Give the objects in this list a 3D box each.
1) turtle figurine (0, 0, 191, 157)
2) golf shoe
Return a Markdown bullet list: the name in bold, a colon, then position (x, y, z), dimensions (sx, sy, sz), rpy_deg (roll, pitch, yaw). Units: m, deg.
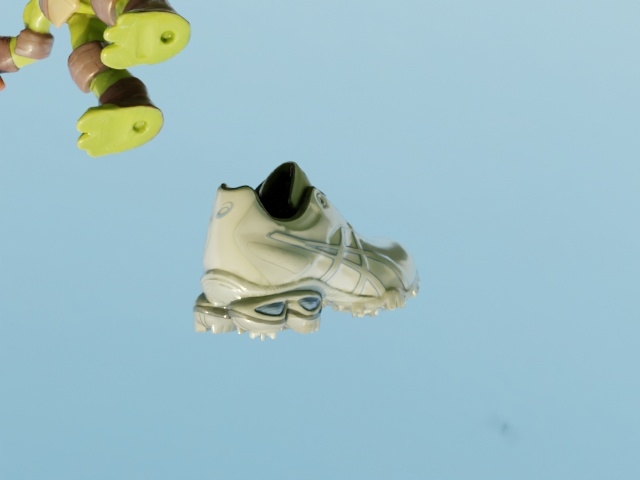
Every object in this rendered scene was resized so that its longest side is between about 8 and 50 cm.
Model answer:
- **turtle figurine**: position (-0.163, -0.154, 1.240), dimensions (0.087, 0.269, 0.217), rpy_deg (10, -145, -40)
- **golf shoe**: position (0.000, 0.000, 0.997), dimensions (0.069, 0.086, 0.176), rpy_deg (2, -174, 30)
